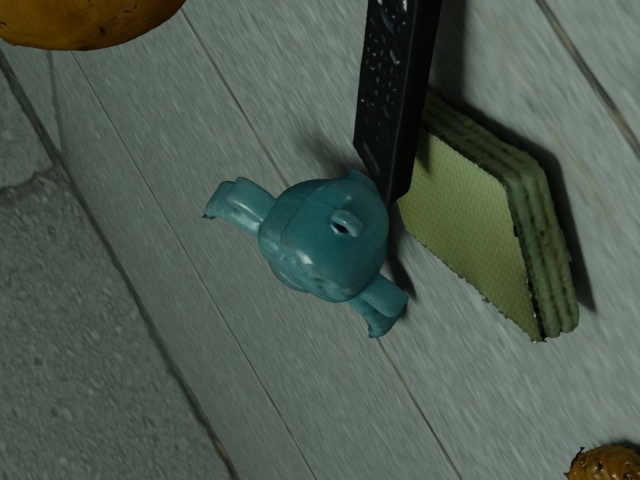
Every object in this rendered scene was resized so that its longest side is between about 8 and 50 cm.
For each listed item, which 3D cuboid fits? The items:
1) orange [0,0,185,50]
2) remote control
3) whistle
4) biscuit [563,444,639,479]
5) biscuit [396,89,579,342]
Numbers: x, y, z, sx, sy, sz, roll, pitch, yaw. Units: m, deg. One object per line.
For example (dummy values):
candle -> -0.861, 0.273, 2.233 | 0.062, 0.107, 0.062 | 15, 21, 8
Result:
orange -> -0.189, -0.260, 1.194 | 0.240, 0.240, 0.240 | 56, 165, 24
remote control -> 0.045, -0.122, 0.923 | 0.245, 0.025, 0.063 | 97, 150, -49
whistle -> 0.000, 0.000, 1.282 | 0.186, 0.093, 0.274 | 36, 169, -3
biscuit -> 0.232, 0.242, 1.012 | 0.254, 0.035, 0.254 | 55, 164, 24
biscuit -> 0.092, -0.026, 0.999 | 0.199, 0.040, 0.121 | 44, 158, 57
